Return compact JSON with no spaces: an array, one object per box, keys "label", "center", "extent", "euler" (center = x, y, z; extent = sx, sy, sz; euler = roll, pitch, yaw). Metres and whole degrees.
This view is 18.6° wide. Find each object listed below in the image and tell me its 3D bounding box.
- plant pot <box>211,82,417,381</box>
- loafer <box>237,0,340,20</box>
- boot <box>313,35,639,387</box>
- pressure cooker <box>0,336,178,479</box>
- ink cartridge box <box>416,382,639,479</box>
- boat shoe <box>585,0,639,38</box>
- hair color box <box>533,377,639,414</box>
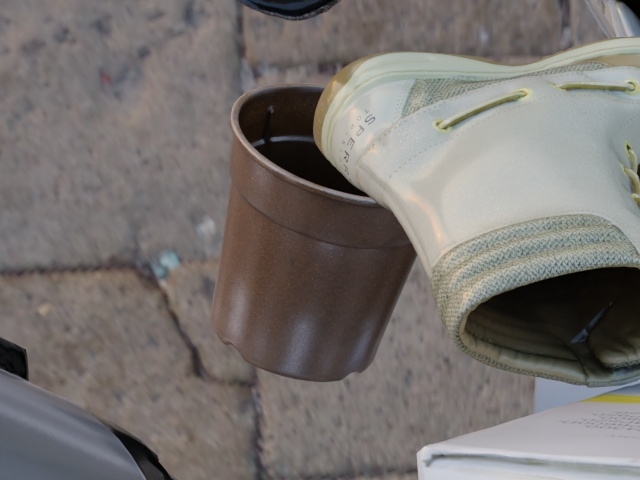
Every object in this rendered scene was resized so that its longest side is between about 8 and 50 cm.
[{"label":"plant pot","center":[0.000,0.000,1.383],"extent":[0.167,0.167,0.165],"euler":[22,118,12]},{"label":"loafer","center":[-0.055,-0.157,0.848],"extent":[0.080,0.220,0.078],"euler":[-33,45,20]},{"label":"boot","center":[0.120,-0.014,0.809],"extent":[0.213,0.077,0.165],"euler":[-2,36,-23]},{"label":"pressure cooker","center":[-0.227,0.201,0.746],"extent":[0.370,0.420,0.376],"euler":[32,91,52]},{"label":"ink cartridge box","center":[0.169,0.193,0.711],"extent":[0.160,0.384,0.279],"euler":[3,92,25]},{"label":"boat shoe","center":[0.207,-0.129,1.121],"extent":[0.135,0.367,0.157],"euler":[4,71,14]},{"label":"hair color box","center":[0.231,0.148,1.559],"extent":[0.113,0.185,0.374],"euler":[-2,28,9]}]
